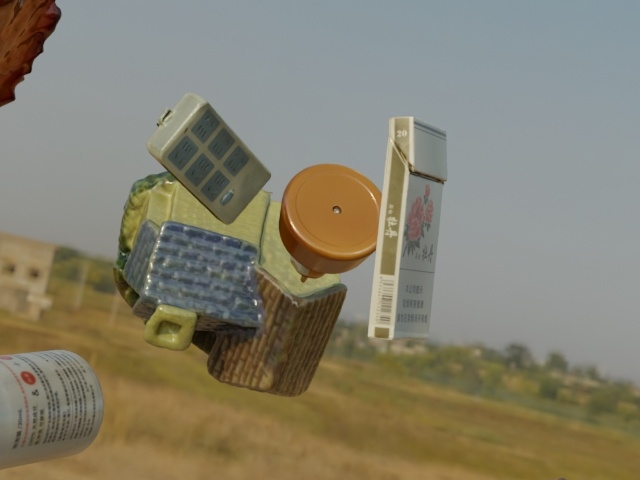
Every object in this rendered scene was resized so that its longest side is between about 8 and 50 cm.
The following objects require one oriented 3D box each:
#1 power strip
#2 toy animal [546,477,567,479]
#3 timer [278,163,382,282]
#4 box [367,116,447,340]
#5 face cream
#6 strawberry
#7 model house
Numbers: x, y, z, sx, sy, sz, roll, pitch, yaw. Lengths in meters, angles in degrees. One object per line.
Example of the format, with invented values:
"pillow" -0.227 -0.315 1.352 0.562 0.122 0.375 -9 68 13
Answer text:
"power strip" -0.121 -0.087 1.632 0.035 0.081 0.192 34 -8 35
"toy animal" 0.289 0.280 1.402 0.224 0.066 0.229 6 -26 -2
"timer" 0.000 0.000 1.805 0.132 0.132 0.152 13 -32 -10
"box" 0.081 -0.008 1.344 0.029 0.198 0.109 5 -1 21
"face cream" -0.447 0.220 1.850 0.145 0.145 0.370 11 7 35
"strawberry" -0.502 -0.261 1.975 0.149 0.336 0.265 43 -5 19
"model house" -0.130 0.087 2.011 0.321 0.261 0.266 16 27 -11
